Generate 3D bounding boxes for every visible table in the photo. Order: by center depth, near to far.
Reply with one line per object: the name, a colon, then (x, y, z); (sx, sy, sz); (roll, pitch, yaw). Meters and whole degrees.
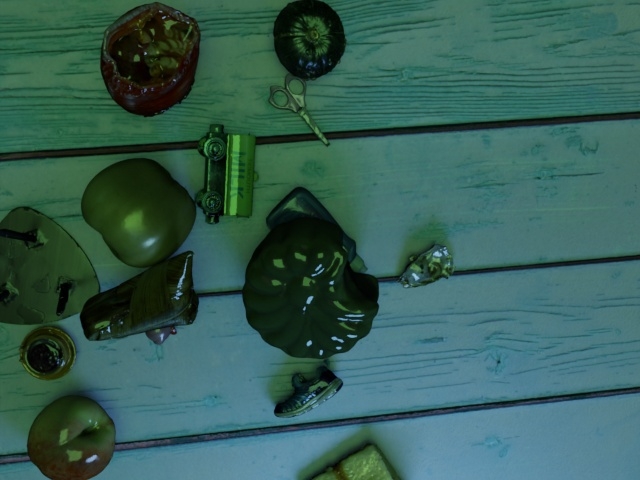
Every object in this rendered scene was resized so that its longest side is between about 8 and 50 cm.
table: (-0.706, 0.104, 1.568); (0.316, 0.249, 0.318); (-1, 98, -6)

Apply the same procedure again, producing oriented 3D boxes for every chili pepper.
chili pepper: (-0.384, -0.416, 1.515); (0.251, 0.305, 0.229); (-28, 106, -12)

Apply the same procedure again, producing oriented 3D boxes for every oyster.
oyster: (0.282, 0.070, 1.775); (0.165, 0.053, 0.109); (-23, 118, -10)

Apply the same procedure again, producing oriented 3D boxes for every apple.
apple: (-0.434, -0.068, 1.577); (0.262, 0.262, 0.263); (-1, 98, -6)

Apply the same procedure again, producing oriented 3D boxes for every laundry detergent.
laundry detergent: (0.000, 0.000, 1.712); (0.290, 0.094, 0.143); (44, 94, -9)

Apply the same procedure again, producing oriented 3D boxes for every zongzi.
zongzi: (-0.428, 0.126, 1.555); (0.285, 0.288, 0.134); (-14, 64, -23)

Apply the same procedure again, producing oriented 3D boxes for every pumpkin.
pumpkin: (-0.027, -0.497, 1.618); (0.190, 0.146, 0.191); (-8, 119, -15)

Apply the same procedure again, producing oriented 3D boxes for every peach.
peach: (-0.640, 0.510, 1.672); (0.232, 0.232, 0.233); (-1, 98, -6)

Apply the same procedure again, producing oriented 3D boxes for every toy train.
toy train: (-0.233, -0.166, 1.670); (0.157, 0.105, 0.254); (1, 97, -21)

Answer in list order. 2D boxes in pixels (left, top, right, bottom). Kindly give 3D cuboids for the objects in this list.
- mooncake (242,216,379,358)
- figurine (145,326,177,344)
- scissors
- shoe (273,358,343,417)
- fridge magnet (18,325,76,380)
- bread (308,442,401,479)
mooncake: (-0.033, 0.126, 1.630); (0.350, 0.187, 0.352); (4, 120, 7)
figurine: (-0.424, 0.227, 1.709); (0.071, 0.067, 0.083); (-32, 84, -22)
scissors: (-0.043, -0.330, 1.701); (0.110, 0.021, 0.212); (-39, 100, -4)
shoe: (-0.041, 0.409, 1.774); (0.207, 0.091, 0.106); (-36, 78, 3)
fridge magnet: (-0.704, 0.292, 1.688); (0.142, 0.063, 0.143); (0, 95, -4)
bread: (0.099, 0.716, 1.777); (0.263, 0.198, 0.236); (-33, 93, 1)
